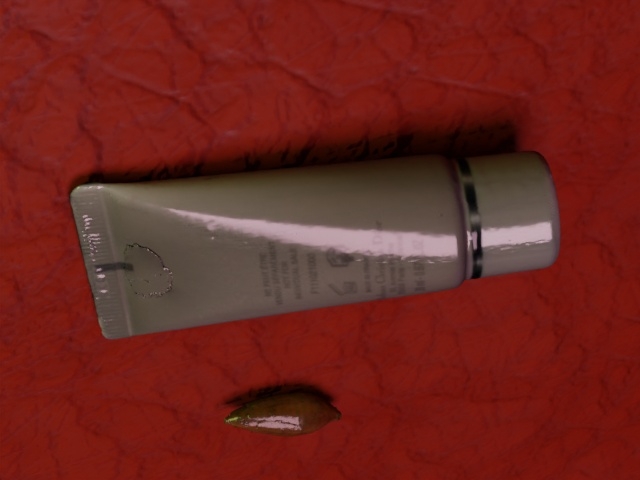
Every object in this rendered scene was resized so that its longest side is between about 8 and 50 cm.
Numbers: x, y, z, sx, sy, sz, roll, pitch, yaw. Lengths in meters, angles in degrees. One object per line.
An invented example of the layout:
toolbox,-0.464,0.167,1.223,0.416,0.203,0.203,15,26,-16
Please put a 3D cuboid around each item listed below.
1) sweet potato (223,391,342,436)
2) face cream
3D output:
sweet potato,-0.026,0.131,1.241,0.095,0.034,0.034,-3,132,-24
face cream,0.000,0.000,1.102,0.314,0.089,0.143,-9,135,-4
